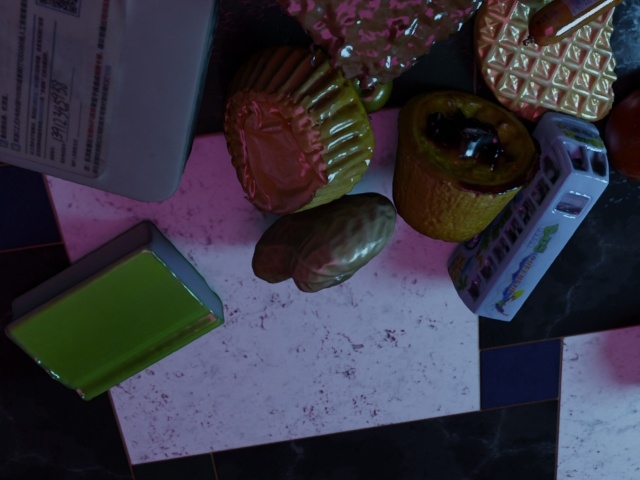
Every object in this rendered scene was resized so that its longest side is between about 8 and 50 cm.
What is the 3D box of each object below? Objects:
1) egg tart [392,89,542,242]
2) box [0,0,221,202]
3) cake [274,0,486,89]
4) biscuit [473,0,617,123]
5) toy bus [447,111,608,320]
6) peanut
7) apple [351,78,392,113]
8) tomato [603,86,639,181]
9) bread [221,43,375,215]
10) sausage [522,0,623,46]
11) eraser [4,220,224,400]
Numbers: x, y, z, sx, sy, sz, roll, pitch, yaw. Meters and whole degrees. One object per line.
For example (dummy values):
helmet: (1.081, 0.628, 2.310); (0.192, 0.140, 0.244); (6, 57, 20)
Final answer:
egg tart: (0.197, -0.108, 1.486); (0.215, 0.215, 0.171); (6, 138, -12)
box: (-0.336, -0.255, 1.293); (0.396, 0.111, 0.396); (16, 131, -3)
cake: (0.058, -0.371, 1.219); (0.282, 0.290, 0.255); (-40, 122, 17)
biscuit: (0.321, -0.288, 1.464); (0.204, 0.040, 0.309); (-13, 125, 1)
toy bus: (0.317, -0.030, 1.576); (0.109, 0.136, 0.330); (14, 127, -19)
peanut: (0.000, 0.000, 1.516); (0.196, 0.233, 0.110); (-41, 120, -32)
apple: (0.058, -0.223, 1.452); (0.089, 0.074, 0.090); (-1, 102, -4)
tomato: (0.528, -0.146, 1.555); (0.173, 0.099, 0.189); (-29, 125, 10)
bread: (-0.043, -0.150, 1.414); (0.240, 0.139, 0.240); (16, 121, 28)
sausage: (0.416, -0.358, 1.382); (0.347, 0.053, 0.053); (-33, 124, -3)
eraser: (-0.322, 0.118, 1.625); (0.274, 0.092, 0.210); (-32, 123, 12)
